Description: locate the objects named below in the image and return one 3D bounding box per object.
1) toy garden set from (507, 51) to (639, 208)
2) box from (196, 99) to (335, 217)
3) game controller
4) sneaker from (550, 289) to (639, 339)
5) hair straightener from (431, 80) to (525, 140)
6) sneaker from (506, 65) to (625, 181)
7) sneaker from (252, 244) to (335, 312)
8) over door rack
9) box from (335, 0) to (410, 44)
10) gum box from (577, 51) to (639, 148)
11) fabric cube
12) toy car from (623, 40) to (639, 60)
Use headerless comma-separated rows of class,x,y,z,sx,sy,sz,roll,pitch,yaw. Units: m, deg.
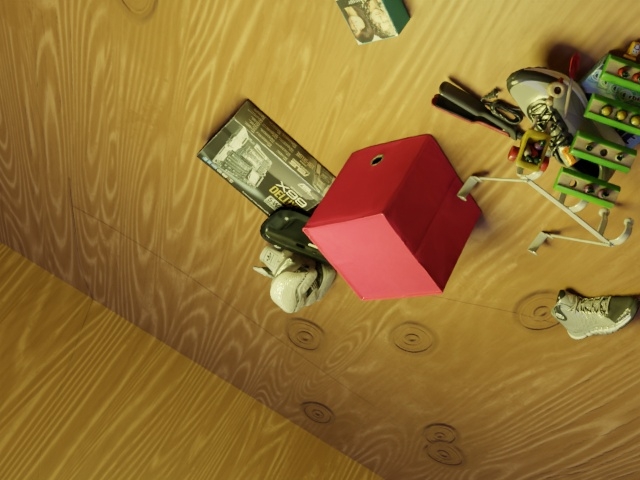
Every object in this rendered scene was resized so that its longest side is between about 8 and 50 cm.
toy garden set,0.454,-0.198,1.284,0.203,0.049,0.244,19,103,0
box,-0.142,-0.189,1.953,0.307,0.076,0.242,41,147,-14
game controller,0.000,0.000,2.033,0.319,0.067,0.166,21,138,-21
sneaker,0.626,0.158,1.770,0.132,0.086,0.228,39,148,-6
hair straightener,0.337,-0.255,1.497,0.230,0.047,0.089,30,147,4
sneaker,0.438,-0.204,1.352,0.271,0.108,0.100,41,149,-10
sneaker,-0.105,0.089,2.113,0.210,0.137,0.366,30,-169,16
over door rack,0.459,-0.083,1.553,0.239,0.108,0.324,36,168,-10
box,0.067,-0.490,1.401,0.100,0.060,0.244,-1,134,41
gum box,0.524,-0.233,1.377,0.157,0.041,0.184,34,148,-2
fabric cube,0.166,-0.046,1.721,0.254,0.258,0.259,-8,130,46
toy car,0.571,-0.299,1.244,0.122,0.060,0.041,22,114,4
